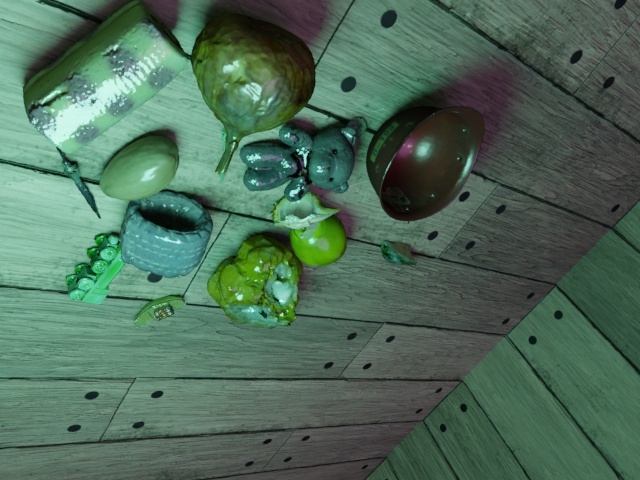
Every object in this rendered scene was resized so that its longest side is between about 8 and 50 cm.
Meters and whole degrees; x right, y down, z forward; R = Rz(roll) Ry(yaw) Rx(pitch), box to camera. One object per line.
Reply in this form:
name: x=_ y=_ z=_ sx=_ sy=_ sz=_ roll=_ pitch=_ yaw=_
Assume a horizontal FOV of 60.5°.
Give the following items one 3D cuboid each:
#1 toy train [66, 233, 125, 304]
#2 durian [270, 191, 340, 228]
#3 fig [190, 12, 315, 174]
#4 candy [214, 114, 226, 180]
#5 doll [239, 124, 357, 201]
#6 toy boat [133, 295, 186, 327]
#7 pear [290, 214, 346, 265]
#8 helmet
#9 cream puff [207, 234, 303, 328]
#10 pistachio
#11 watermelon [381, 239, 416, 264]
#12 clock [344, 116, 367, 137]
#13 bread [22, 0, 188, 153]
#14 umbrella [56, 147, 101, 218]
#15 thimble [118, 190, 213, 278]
toy train: x=-0.629 y=0.085 z=1.577 sx=0.251 sy=0.085 sz=0.119 roll=-46 pitch=143 yaw=19
durian: x=-0.039 y=-0.081 z=1.679 sx=0.224 sy=0.140 sz=0.078 roll=5 pitch=143 yaw=24
fig: x=-0.187 y=-0.323 z=1.270 sx=0.286 sy=0.286 sz=0.368 roll=12 pitch=118 yaw=-39
candy: x=-0.246 y=-0.270 z=1.460 sx=0.084 sy=0.078 sz=0.287 roll=12 pitch=133 yaw=-3
doll: x=-0.052 y=-0.209 z=1.569 sx=0.340 sy=0.158 sz=0.246 roll=-9 pitch=123 yaw=-20
toy boat: x=-0.526 y=0.231 z=1.792 sx=0.172 sy=0.066 sz=0.065 roll=-24 pitch=142 yaw=-8
pear: x=0.000 y=0.000 z=1.799 sx=0.187 sy=0.187 sz=0.219 roll=-33 pitch=145 yaw=2
helmet: x=0.279 y=-0.269 z=1.656 sx=0.337 sy=0.230 sz=0.385 roll=15 pitch=114 yaw=-41
cream puff: x=-0.211 y=0.129 z=1.784 sx=0.274 sy=0.269 sz=0.323 roll=-5 pitch=145 yaw=24
pistachio: x=-0.454 y=-0.177 z=1.393 sx=0.226 sy=0.136 sz=0.136 roll=-29 pitch=140 yaw=9
watermelon: x=0.284 y=0.048 z=2.120 sx=0.101 sy=0.080 sz=0.155 roll=-15 pitch=156 yaw=40
clock: x=0.102 y=-0.333 z=1.651 sx=0.083 sy=0.010 sz=0.074 roll=-37 pitch=140 yaw=7
bread: x=-0.456 y=-0.346 z=1.169 sx=0.338 sy=0.187 sz=0.155 roll=-37 pitch=136 yaw=4
umbrella: x=-0.612 y=-0.147 z=1.395 sx=0.044 sy=0.044 sz=0.269 roll=-44 pitch=155 yaw=-25
thimble: x=-0.424 y=-0.014 z=1.502 sx=0.236 sy=0.205 sz=0.172 roll=3 pitch=130 yaw=-35
